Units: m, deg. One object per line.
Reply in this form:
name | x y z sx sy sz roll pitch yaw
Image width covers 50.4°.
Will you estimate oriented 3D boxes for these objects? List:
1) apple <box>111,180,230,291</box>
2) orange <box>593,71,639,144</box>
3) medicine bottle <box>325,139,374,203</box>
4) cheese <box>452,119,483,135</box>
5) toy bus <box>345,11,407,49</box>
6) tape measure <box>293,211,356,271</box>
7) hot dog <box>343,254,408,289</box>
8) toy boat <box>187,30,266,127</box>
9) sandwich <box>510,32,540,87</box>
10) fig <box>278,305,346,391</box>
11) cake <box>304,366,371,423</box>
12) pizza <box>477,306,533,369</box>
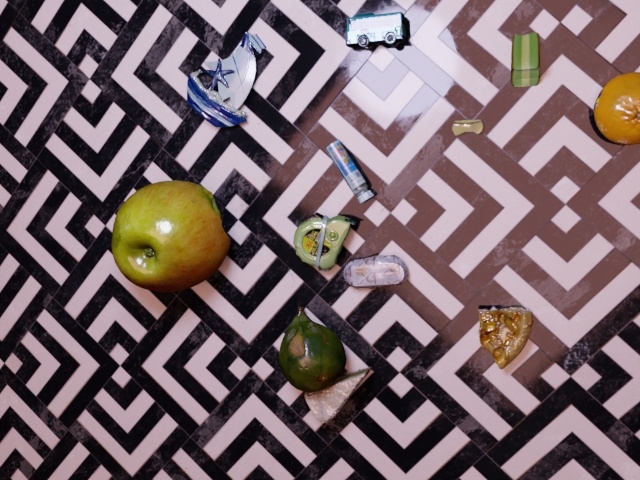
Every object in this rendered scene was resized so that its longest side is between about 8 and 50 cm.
apple | -0.439 -0.010 1.989 0.340 0.339 0.339 2 98 16
orange | 0.763 -0.322 1.664 0.178 0.155 0.177 -1 85 13
medicine bottle | 0.083 -0.195 1.937 0.051 0.051 0.191 -33 89 18
cheese | 0.398 -0.304 1.838 0.083 0.030 0.044 0 119 12
toy bus | 0.149 -0.572 1.850 0.160 0.079 0.091 -2 98 16
tape measure | 0.000 0.000 1.968 0.154 0.087 0.177 21 105 1
hot dog | 0.155 0.093 1.954 0.192 0.053 0.099 -9 94 21
toy boat | -0.288 -0.480 2.005 0.210 0.070 0.291 16 98 9
sandwich | 0.537 -0.473 1.784 0.074 0.074 0.116 0 65 17
fig | -0.031 0.314 1.993 0.195 0.195 0.244 -28 52 18
cake | 0.065 0.465 2.012 0.221 0.086 0.116 -22 90 18
pizza | 0.495 0.243 1.867 0.161 0.062 0.182 40 108 10
